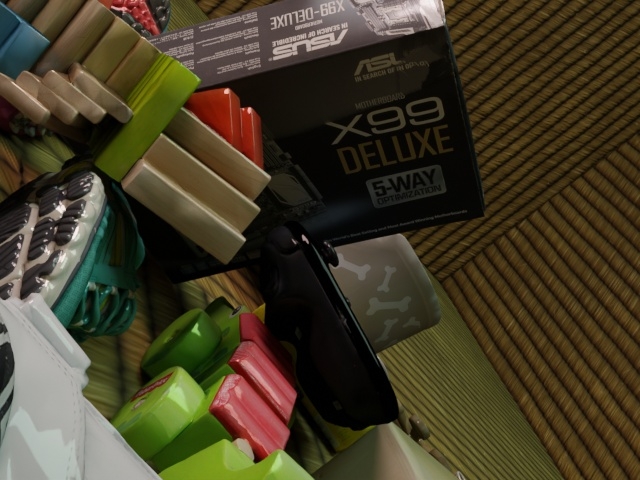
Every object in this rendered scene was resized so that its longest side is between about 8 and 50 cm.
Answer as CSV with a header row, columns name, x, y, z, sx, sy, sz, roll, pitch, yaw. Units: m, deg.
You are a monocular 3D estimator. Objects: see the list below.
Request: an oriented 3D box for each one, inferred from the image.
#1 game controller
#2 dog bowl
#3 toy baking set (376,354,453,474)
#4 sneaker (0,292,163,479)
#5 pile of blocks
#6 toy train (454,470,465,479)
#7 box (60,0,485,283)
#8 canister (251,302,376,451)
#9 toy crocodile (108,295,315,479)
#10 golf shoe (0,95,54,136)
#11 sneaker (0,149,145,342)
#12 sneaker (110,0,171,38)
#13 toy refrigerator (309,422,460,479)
name,x,y,z,sx,sy,sz,roll,pitch,yaw
game controller,0.002,0.085,0.814,0.166,0.067,0.319,53,-9,7
dog bowl,0.000,0.000,1.205,0.349,0.102,0.349,50,-9,11
toy baking set,0.099,0.217,1.134,0.256,0.030,0.197,47,-18,38
sneaker,-0.111,0.107,0.352,0.366,0.137,0.210,59,9,12
pile of blocks,-0.166,-0.140,0.632,0.362,0.113,0.149,38,1,3
toy train,0.205,0.379,1.201,0.166,0.046,0.125,54,7,-8
box,-0.029,-0.084,0.808,0.242,0.307,0.077,65,15,-54
canister,0.002,0.136,1.032,0.170,0.073,0.126,55,9,9
toy crocodile,-0.062,0.114,0.665,0.115,0.105,0.340,50,8,-11
golf shoe,-0.236,-0.166,0.909,0.140,0.115,0.306,50,7,8
sneaker,-0.156,0.016,0.613,0.110,0.107,0.275,59,6,-15
sneaker,-0.260,-0.287,0.994,0.262,0.104,0.125,56,-22,7
toy refrigerator,0.103,0.276,0.879,0.269,0.102,0.094,44,11,-38
